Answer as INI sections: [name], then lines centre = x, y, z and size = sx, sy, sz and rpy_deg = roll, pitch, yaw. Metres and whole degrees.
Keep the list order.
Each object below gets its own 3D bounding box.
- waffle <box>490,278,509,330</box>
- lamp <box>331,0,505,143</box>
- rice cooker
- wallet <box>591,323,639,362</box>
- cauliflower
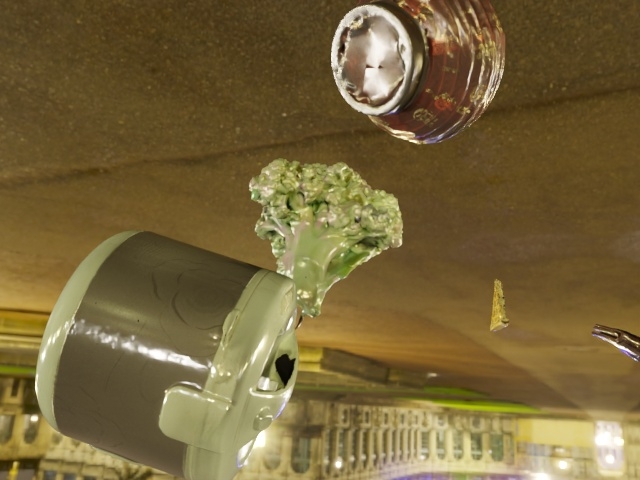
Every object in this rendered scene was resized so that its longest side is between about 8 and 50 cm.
[waffle]
centre = 0.478, 0.161, 1.591
size = 0.024, 0.152, 0.097
rpy_deg = 13, 158, 0
[lamp]
centre = 0.140, -0.254, 0.827
size = 0.247, 0.246, 0.247
rpy_deg = 3, 164, 1
[rice cooker]
centre = -0.166, 0.144, 0.751
size = 0.277, 0.288, 0.288
rpy_deg = 17, 165, 4
[wallet]
centre = 0.630, 0.222, 1.113
size = 0.230, 0.042, 0.124
rpy_deg = 24, 179, 2
[cauliflower]
centre = 0.000, 0.000, 0.959
size = 0.257, 0.315, 0.238
rpy_deg = 6, 130, 10
